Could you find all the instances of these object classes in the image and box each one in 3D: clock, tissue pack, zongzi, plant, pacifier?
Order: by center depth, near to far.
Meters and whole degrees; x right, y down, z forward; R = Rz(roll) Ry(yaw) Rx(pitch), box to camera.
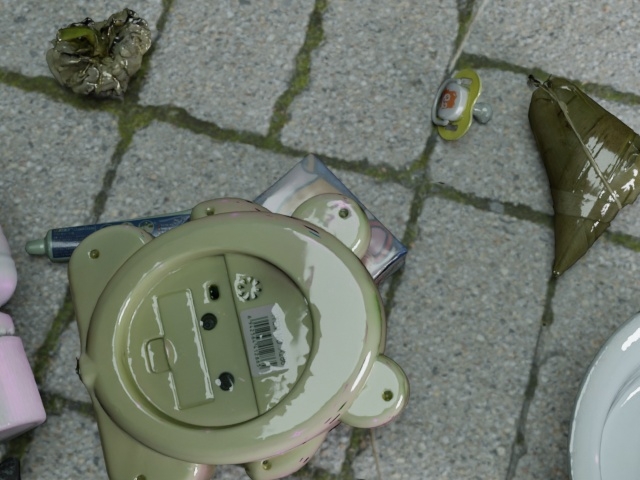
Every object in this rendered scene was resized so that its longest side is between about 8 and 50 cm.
[{"bbox_3d":[-0.082,0.098,1.221,0.309,0.114,0.284,-14,78,6],"label":"clock"},{"bbox_3d":[0.000,0.000,1.313,0.115,0.065,0.155,-41,79,-9],"label":"tissue pack"},{"bbox_3d":[0.249,-0.079,1.344,0.189,0.081,0.178,42,86,17],"label":"zongzi"},{"bbox_3d":[-0.251,-0.220,1.352,0.104,0.122,0.117,32,81,20],"label":"plant"},{"bbox_3d":[0.162,-0.148,1.377,0.064,0.068,0.083,17,90,-31],"label":"pacifier"}]

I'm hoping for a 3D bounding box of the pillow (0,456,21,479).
[{"bbox_3d":[-0.343,0.349,1.175,0.186,0.106,0.250,-22,72,0],"label":"pillow"}]

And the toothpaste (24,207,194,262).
[{"bbox_3d":[-0.218,0.000,1.325,0.197,0.035,0.057,-5,82,-5],"label":"toothpaste"}]

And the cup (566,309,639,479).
[{"bbox_3d":[0.397,0.228,1.199,0.347,0.163,0.347,0,72,-1],"label":"cup"}]

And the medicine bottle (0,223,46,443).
[{"bbox_3d":[-0.417,0.061,1.186,0.256,0.256,0.325,-23,82,-8],"label":"medicine bottle"}]
